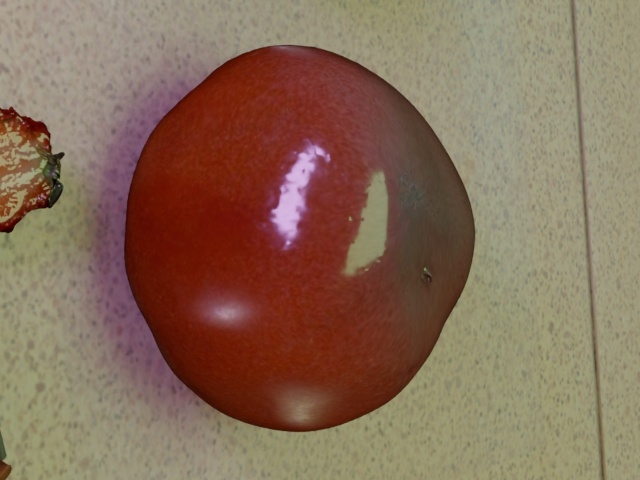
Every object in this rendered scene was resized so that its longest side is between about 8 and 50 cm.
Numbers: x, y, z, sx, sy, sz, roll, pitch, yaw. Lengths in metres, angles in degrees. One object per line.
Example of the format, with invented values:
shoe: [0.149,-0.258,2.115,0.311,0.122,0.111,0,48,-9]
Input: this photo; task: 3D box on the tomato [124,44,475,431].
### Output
tomato: [0.000,0.000,1.662,0.341,0.273,0.341,2,87,-51]

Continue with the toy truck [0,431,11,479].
toy truck: [-0.337,0.047,1.275,0.207,0.173,0.387,-47,140,-48]

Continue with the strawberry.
strawberry: [-0.273,-0.057,1.508,0.152,0.048,0.103,-5,101,-37]
